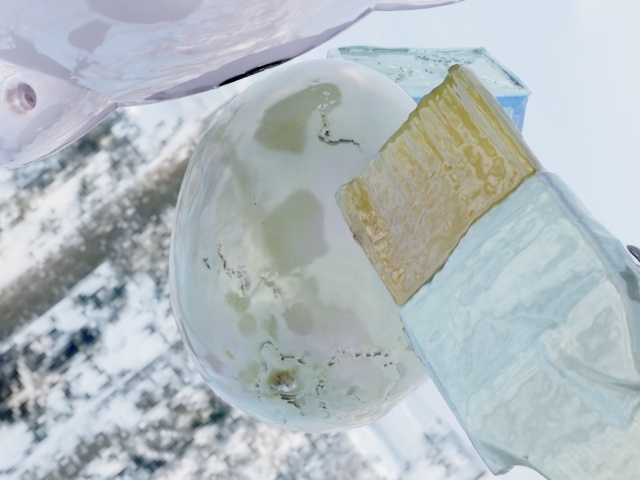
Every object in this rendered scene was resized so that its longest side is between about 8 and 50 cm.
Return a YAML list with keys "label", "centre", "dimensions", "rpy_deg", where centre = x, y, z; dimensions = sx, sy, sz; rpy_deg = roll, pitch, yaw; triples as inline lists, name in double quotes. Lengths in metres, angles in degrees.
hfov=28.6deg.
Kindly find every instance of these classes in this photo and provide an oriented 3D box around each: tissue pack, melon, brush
- label: "tissue pack"
  centre: [0.097, -0.067, 1.369]
  dimensions: [0.146, 0.198, 0.263]
  rpy_deg: [-117, 29, -55]
- label: "melon"
  centre: [0.000, 0.000, 0.936]
  dimensions: [0.223, 0.223, 0.317]
  rpy_deg: [56, -155, -34]
- label: "brush"
  centre: [0.096, 0.079, 0.344]
  dimensions: [0.020, 0.085, 0.336]
  rpy_deg: [18, -147, -44]

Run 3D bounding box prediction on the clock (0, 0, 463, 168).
- label: "clock"
  centre: [-0.096, -0.250, 0.548]
  dimensions: [0.250, 0.368, 0.376]
  rpy_deg: [165, 83, -85]
